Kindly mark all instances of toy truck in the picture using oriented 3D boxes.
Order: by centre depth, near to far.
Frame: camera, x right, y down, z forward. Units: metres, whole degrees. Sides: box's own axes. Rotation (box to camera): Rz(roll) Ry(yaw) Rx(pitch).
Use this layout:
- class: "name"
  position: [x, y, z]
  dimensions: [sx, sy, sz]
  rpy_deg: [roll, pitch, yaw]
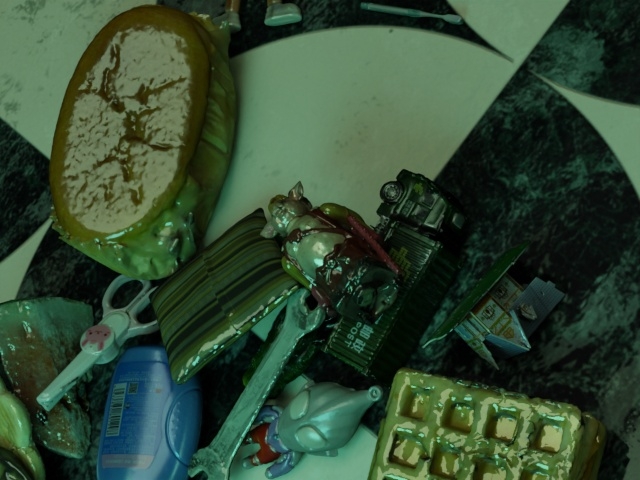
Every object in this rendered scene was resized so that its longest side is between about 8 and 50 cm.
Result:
- class: "toy truck"
  position: [0.093, 0.044, 1.793]
  dimensions: [0.121, 0.088, 0.259]
  rpy_deg: [27, 86, 35]

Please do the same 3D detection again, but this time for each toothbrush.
- class: "toothbrush"
  position: [0.127, -0.317, 1.961]
  dimensions: [0.167, 0.014, 0.011]
  rpy_deg: [15, 80, 33]

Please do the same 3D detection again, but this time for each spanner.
- class: "spanner"
  position: [-0.082, 0.196, 1.794]
  dimensions: [0.071, 0.017, 0.302]
  rpy_deg: [37, 100, 34]

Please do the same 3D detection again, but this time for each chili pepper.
- class: "chili pepper"
  position: [-0.052, 0.119, 1.854]
  dimensions: [0.122, 0.065, 0.279]
  rpy_deg: [7, 72, 42]

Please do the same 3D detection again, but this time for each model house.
- class: "model house"
  position: [0.219, 0.093, 1.708]
  dimensions: [0.088, 0.117, 0.167]
  rpy_deg: [43, 69, -1]

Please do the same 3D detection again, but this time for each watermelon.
- class: "watermelon"
  position: [-0.382, 0.193, 1.969]
  dimensions: [0.094, 0.154, 0.241]
  rpy_deg: [-16, 78, 21]

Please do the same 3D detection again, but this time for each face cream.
- class: "face cream"
  position: [-0.230, 0.275, 1.872]
  dimensions: [0.149, 0.083, 0.264]
  rpy_deg: [-3, 70, 29]

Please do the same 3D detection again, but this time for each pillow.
- class: "pillow"
  position: [-0.134, 0.068, 1.862]
  dimensions: [0.208, 0.052, 0.212]
  rpy_deg: [-40, 33, 8]

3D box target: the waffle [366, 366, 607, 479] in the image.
- class: "waffle"
  position: [0.167, 0.354, 1.621]
  dimensions: [0.261, 0.114, 0.376]
  rpy_deg: [10, 76, 28]

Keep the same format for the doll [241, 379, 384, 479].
- class: "doll"
  position: [-0.012, 0.232, 1.784]
  dimensions: [0.227, 0.075, 0.102]
  rpy_deg: [-25, 77, 30]

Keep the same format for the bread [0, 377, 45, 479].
- class: "bread"
  position: [-0.444, 0.282, 1.933]
  dimensions: [0.181, 0.039, 0.251]
  rpy_deg: [-12, 96, 41]

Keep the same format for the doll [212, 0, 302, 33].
- class: "doll"
  position: [-0.102, -0.418, 2.082]
  dimensions: [0.183, 0.085, 0.217]
  rpy_deg: [-6, 86, 28]

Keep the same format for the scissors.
- class: "scissors"
  position: [-0.304, 0.141, 1.949]
  dimensions: [0.118, 0.030, 0.242]
  rpy_deg: [26, 62, 33]

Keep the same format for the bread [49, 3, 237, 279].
- class: "bread"
  position: [-0.255, -0.143, 1.990]
  dimensions: [0.236, 0.183, 0.389]
  rpy_deg: [-1, 69, 25]

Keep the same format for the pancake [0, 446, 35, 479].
- class: "pancake"
  position: [-0.460, 0.406, 1.911]
  dimensions: [0.294, 0.049, 0.294]
  rpy_deg: [6, 100, 37]

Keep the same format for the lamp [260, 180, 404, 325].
- class: "lamp"
  position: [0.000, 0.000, 1.750]
  dimensions: [0.118, 0.118, 0.253]
  rpy_deg: [-45, 53, 5]
